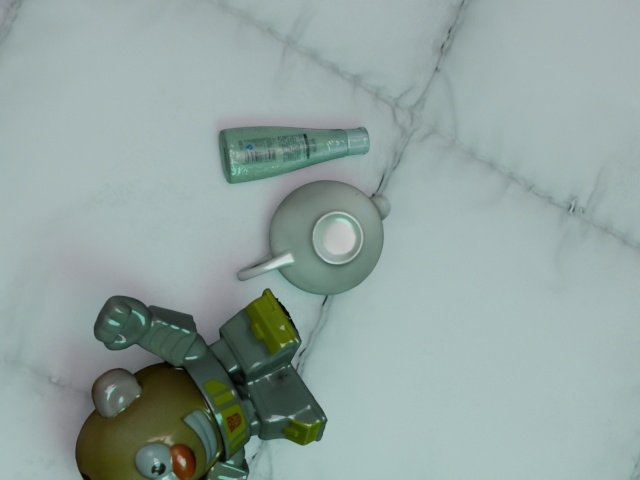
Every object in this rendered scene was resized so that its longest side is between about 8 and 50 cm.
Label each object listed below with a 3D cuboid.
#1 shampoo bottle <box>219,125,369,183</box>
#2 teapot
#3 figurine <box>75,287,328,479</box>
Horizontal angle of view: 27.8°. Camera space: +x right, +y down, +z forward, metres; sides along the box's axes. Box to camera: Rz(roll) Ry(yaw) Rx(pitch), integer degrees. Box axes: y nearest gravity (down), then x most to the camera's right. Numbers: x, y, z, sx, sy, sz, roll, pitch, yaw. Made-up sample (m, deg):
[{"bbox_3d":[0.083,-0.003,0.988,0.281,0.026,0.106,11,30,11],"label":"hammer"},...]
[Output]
[{"bbox_3d":[-0.031,-0.117,1.635,0.191,0.041,0.069,-9,85,-17],"label":"shampoo bottle"},{"bbox_3d":[0.000,0.000,1.619,0.226,0.092,0.145,-22,94,-13],"label":"teapot"},{"bbox_3d":[-0.153,0.208,1.519,0.285,0.167,0.342,-25,95,-20],"label":"figurine"}]
